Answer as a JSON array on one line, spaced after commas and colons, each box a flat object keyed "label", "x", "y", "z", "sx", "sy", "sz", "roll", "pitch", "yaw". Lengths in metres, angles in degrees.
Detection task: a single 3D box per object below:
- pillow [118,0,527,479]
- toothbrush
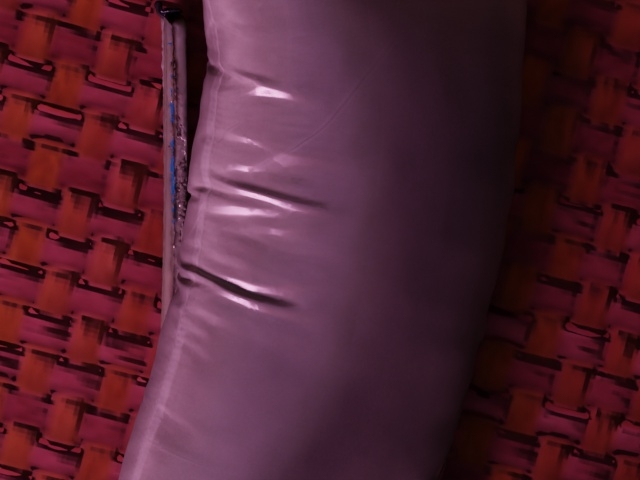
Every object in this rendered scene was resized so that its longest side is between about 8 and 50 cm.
[{"label": "pillow", "x": -0.001, "y": -0.001, "z": 0.631, "sx": 0.144, "sy": 0.078, "sz": 0.254, "roll": 8, "pitch": 95, "yaw": -25}, {"label": "toothbrush", "x": -0.055, "y": 0.057, "z": 0.668, "sx": 0.028, "sy": 0.026, "sz": 0.294, "roll": -6, "pitch": 95, "yaw": -19}]
